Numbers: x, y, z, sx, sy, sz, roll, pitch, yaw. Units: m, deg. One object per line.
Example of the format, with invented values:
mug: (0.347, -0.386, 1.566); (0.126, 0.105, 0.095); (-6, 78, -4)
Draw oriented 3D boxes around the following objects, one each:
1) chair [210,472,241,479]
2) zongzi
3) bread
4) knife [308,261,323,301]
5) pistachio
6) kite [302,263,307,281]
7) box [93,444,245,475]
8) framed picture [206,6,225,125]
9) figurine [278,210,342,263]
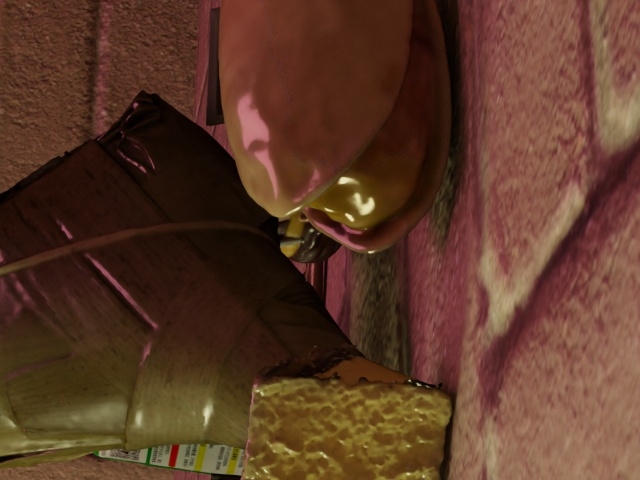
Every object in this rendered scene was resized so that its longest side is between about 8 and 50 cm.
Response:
chair: (-0.028, 0.274, 1.544); (0.260, 0.154, 0.141); (-145, 62, -77)
zongzi: (-0.221, 0.152, 1.533); (0.218, 0.500, 0.467); (55, -179, -44)
bread: (0.009, 0.160, 1.300); (0.127, 0.152, 0.147); (16, 105, 44)
knife: (-0.003, 0.000, 1.967); (0.047, 0.017, 0.298); (84, -172, -77)
pistachio: (0.016, -0.131, 1.425); (0.187, 0.187, 0.299); (105, 161, -48)
kite: (-0.015, -0.012, 2.042); (0.159, 0.010, 0.190); (-86, 2, -71)
box: (-0.110, 0.156, 1.802); (0.180, 0.250, 0.103); (108, 170, -59)
framed picture: (-0.016, -0.175, 1.664); (0.011, 0.183, 0.142); (62, -158, -53)
figurine: (-0.012, -0.095, 1.734); (0.175, 0.115, 0.240); (-128, 38, -63)
